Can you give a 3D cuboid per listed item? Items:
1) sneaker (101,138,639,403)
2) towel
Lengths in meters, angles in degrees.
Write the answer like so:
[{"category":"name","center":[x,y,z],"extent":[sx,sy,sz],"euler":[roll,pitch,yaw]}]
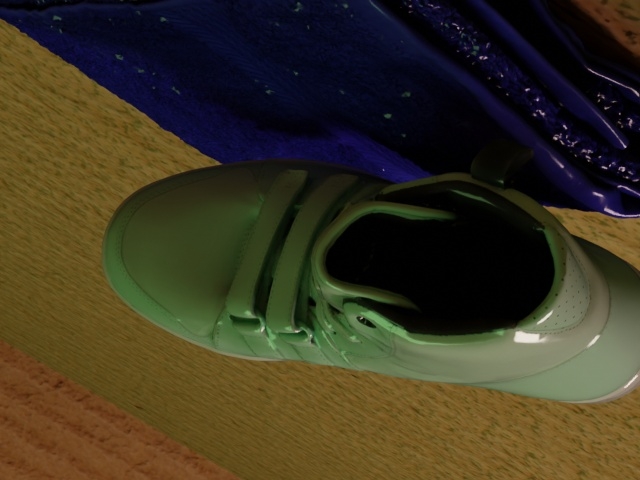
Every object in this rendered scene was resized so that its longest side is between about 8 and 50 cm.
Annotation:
[{"category":"sneaker","center":[0.001,0.000,0.720],"extent":[0.256,0.094,0.151],"euler":[9,169,25]},{"category":"towel","center":[-0.012,-0.082,0.784],"extent":[0.227,0.076,0.308],"euler":[40,162,-32]}]
